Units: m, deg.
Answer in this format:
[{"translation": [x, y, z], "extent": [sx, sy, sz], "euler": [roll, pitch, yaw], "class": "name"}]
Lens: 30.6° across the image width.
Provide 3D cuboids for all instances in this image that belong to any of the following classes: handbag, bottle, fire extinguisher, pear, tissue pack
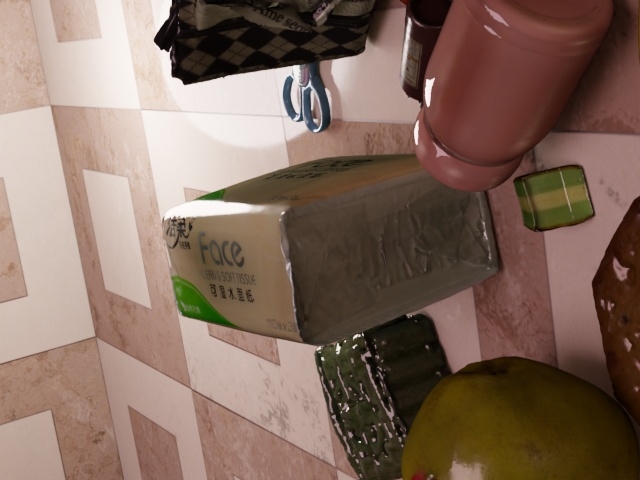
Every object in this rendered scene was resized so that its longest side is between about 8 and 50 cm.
[{"translation": [-0.070, -0.393, 1.561], "extent": [0.416, 0.317, 0.180], "euler": [99, 150, -57], "class": "handbag"}, {"translation": [0.213, -0.202, 1.387], "extent": [0.297, 0.173, 0.206], "euler": [108, 169, -49], "class": "bottle"}, {"translation": [0.141, -0.250, 1.540], "extent": [0.231, 0.071, 0.099], "euler": [89, 179, -66], "class": "fire extinguisher"}, {"translation": [0.256, 0.313, 1.446], "extent": [0.287, 0.287, 0.375], "euler": [-2, 115, 61], "class": "pear"}, {"translation": [0.000, 0.000, 1.678], "extent": [0.405, 0.332, 0.205], "euler": [5, 110, 60], "class": "tissue pack"}]

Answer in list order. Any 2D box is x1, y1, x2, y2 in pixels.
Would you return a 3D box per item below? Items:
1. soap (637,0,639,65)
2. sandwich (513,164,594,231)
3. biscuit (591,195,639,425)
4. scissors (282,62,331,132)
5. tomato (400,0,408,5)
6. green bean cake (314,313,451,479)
[{"translation": [0.443, -0.170, 1.021], "extent": [0.427, 0.115, 0.306], "euler": [33, 135, 52], "class": "soap"}, {"translation": [0.290, -0.054, 1.469], "extent": [0.116, 0.074, 0.074], "euler": [-42, -62, -85], "class": "sandwich"}, {"translation": [0.428, 0.108, 1.257], "extent": [0.359, 0.046, 0.359], "euler": [37, 135, 50], "class": "biscuit"}, {"translation": [-0.025, -0.303, 1.895], "extent": [0.125, 0.030, 0.256], "euler": [37, 136, 47], "class": "scissors"}, {"translation": [0.131, -0.362, 1.517], "extent": [0.139, 0.091, 0.159], "euler": [65, 148, 13], "class": "tomato"}, {"translation": [0.103, 0.254, 1.841], "extent": [0.255, 0.132, 0.241], "euler": [-30, 80, 61], "class": "green bean cake"}]
